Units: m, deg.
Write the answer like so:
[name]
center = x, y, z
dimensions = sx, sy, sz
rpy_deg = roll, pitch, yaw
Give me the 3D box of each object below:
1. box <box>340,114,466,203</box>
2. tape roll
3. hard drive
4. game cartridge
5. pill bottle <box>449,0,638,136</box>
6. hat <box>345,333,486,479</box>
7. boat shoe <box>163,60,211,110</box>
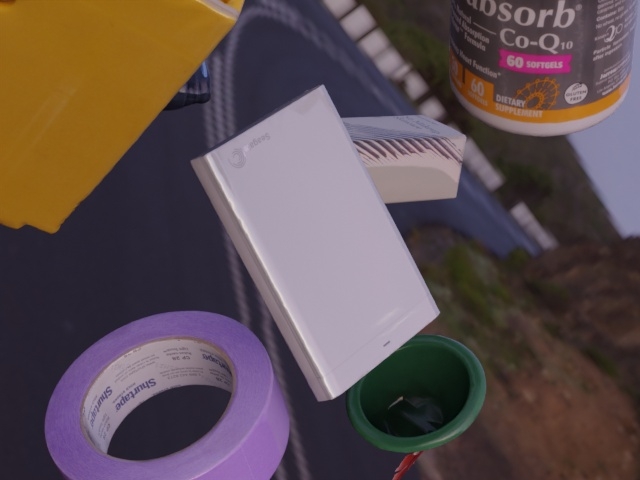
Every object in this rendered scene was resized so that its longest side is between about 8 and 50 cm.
[box]
center = 0.050, -0.105, 1.957
dimensions = 0.275, 0.094, 0.113
rpy_deg = -6, 24, -35
[tape roll]
center = -0.179, 0.211, 1.742
dimensions = 0.275, 0.274, 0.090
rpy_deg = -120, -171, -48
[hard drive]
center = 0.000, 0.000, 1.699
dimensions = 0.040, 0.203, 0.308
rpy_deg = -16, -75, 50
[game cartridge]
center = -0.252, -0.146, 1.057
dimensions = 0.285, 0.323, 0.053
rpy_deg = 27, 50, -21
[pill bottle]
center = 0.187, -0.238, 1.231
dimensions = 0.162, 0.162, 0.278
rpy_deg = -120, -161, -46
[hat]
center = 0.127, 0.249, 1.961
dimensions = 0.183, 0.208, 0.173
rpy_deg = 70, -1, -50
[boat shoe]
center = -0.145, -0.202, 1.457
dimensions = 0.109, 0.089, 0.258
rpy_deg = 108, -16, -44
